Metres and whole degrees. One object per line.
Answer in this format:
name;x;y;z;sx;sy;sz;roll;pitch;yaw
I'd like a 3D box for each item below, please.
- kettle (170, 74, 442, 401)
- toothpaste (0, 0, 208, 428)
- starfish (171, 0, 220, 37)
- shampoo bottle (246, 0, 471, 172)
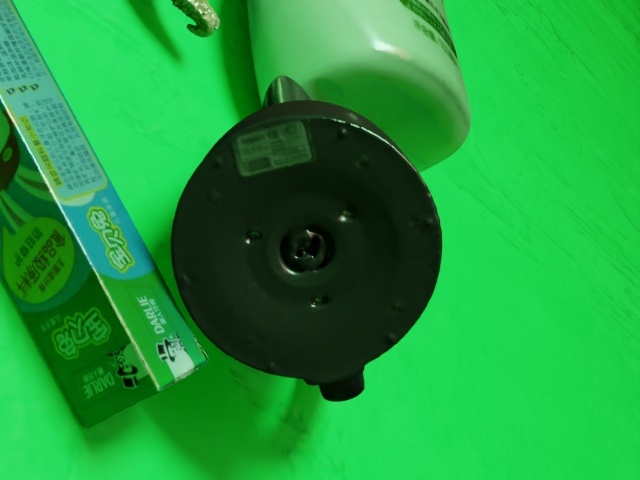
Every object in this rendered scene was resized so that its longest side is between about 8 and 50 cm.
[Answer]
kettle;0.000;0.000;0.664;0.232;0.144;0.202;-90;162;-76
toothpaste;-0.154;-0.034;0.556;0.267;0.065;0.050;62;29;0
starfish;-0.144;-0.253;0.782;0.241;0.043;0.227;55;27;-4
shampoo bottle;0.021;-0.228;0.912;0.221;0.151;0.350;30;41;-44
